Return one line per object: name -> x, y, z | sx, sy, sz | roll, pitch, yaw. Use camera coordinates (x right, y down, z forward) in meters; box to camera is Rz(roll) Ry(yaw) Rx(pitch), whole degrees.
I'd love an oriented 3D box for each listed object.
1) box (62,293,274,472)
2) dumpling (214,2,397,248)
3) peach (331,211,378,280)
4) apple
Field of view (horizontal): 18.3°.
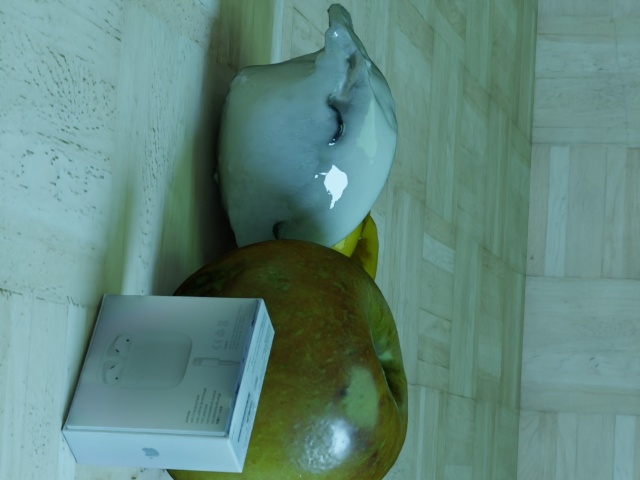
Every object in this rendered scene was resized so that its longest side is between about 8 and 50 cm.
box -> -0.113, 0.105, 1.493 | 0.051, 0.129, 0.130 | 73, 23, -48
dumpling -> -0.030, -0.083, 1.822 | 0.175, 0.243, 0.227 | 51, 3, -12
peach -> 0.000, 0.000, 1.988 | 0.179, 0.103, 0.179 | 5, 90, -72
apple -> -0.039, 0.122, 1.673 | 0.237, 0.208, 0.237 | -11, 90, -77
